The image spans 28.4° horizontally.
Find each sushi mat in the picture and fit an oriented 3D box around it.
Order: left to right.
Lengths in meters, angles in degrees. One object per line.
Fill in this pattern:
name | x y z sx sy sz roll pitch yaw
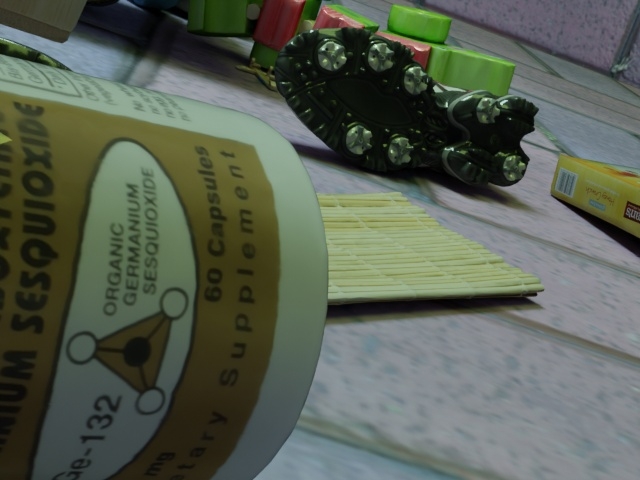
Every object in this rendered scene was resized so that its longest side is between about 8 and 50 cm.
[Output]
sushi mat | 0.000 0.000 0.753 0.151 0.019 0.316 33 19 33

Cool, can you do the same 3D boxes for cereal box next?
cereal box | 0.364 -0.028 1.201 0.240 0.047 0.173 6 13 -24

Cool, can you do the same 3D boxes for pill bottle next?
pill bottle | -0.123 0.007 0.353 0.229 0.131 0.131 9 19 -37

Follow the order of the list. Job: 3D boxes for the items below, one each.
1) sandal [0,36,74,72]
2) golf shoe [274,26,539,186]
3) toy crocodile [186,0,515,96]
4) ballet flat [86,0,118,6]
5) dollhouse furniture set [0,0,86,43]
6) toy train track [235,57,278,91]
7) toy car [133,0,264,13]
sandal | -0.231 -0.049 0.491 0.303 0.120 0.086 19 -12 -16
golf shoe | 0.058 -0.106 1.084 0.273 0.105 0.120 17 -1 -36
toy crocodile | 0.029 -0.199 1.285 0.340 0.115 0.105 22 16 10
ballet flat | -0.256 -0.256 1.191 0.074 0.074 0.203 30 15 29
dollhouse furniture set | -0.281 -0.304 0.670 0.394 0.256 0.362 17 19 -35
toy train track | -0.054 -0.165 1.246 0.048 0.014 0.083 14 17 -23
toy car | -0.121 -0.384 1.479 0.219 0.238 0.210 7 21 -43
